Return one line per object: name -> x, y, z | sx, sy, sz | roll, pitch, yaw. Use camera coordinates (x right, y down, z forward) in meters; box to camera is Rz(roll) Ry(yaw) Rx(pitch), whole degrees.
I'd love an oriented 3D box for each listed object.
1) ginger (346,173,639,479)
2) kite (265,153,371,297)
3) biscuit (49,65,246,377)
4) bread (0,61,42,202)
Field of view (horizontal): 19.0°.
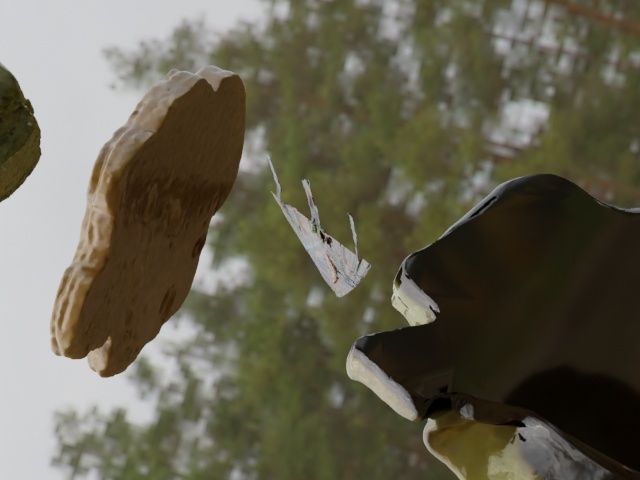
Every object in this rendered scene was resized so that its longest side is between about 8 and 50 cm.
ginger -> 0.191, 0.146, 1.513 | 0.413, 0.358, 0.211 | -71, -2, -48
kite -> 0.000, 0.000, 1.965 | 0.010, 0.183, 0.160 | -31, -50, -20
biscuit -> -0.162, -0.020, 1.782 | 0.376, 0.051, 0.269 | -57, -22, -48
bread -> -0.279, -0.102, 1.453 | 0.103, 0.156, 0.110 | -43, 5, -26
